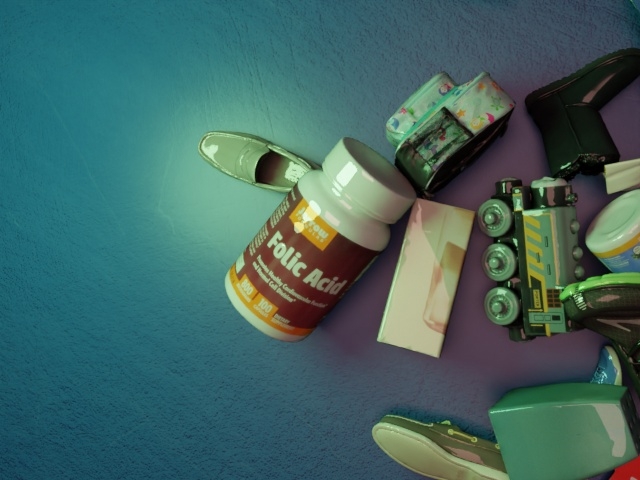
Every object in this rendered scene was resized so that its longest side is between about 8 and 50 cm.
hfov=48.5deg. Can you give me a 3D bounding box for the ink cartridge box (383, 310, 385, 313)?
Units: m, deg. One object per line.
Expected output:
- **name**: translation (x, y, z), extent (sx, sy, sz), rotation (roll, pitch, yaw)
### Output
- **ink cartridge box**: translation (0.198, 0.142, 1.526), extent (0.115, 0.029, 0.063), rotation (-40, 80, 1)

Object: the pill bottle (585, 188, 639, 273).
- **pill bottle**: translation (0.645, 0.045, 1.336), extent (0.272, 0.152, 0.152), rotation (42, 99, -10)

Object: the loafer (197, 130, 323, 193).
- **loafer**: translation (-0.132, -0.173, 1.569), extent (0.320, 0.111, 0.112), rotation (18, 93, 13)

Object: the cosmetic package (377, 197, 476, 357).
- **cosmetic package**: translation (0.216, 0.080, 1.440), extent (0.129, 0.153, 0.296), rotation (15, 85, 10)

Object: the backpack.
- **backpack**: translation (0.258, -0.226, 1.422), extent (0.254, 0.225, 0.191), rotation (-37, 85, 4)

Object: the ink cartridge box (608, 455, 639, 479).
- **ink cartridge box**: translation (0.626, 0.537, 1.381), extent (0.261, 0.066, 0.296), rotation (32, 104, 11)

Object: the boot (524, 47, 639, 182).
- **boot**: translation (0.544, -0.238, 1.390), extent (0.247, 0.094, 0.207), rotation (-24, 64, 18)

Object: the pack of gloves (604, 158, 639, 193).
- **pack of gloves**: translation (0.667, -0.117, 1.359), extent (0.232, 0.195, 0.046), rotation (-12, 50, 17)

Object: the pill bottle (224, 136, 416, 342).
- **pill bottle**: translation (0.000, 0.000, 1.439), extent (0.224, 0.224, 0.392), rotation (43, 112, 10)

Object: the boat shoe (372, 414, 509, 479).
- **boat shoe**: translation (0.269, 0.435, 1.472), extent (0.325, 0.096, 0.116), rotation (19, 134, 16)

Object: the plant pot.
- **plant pot**: translation (0.478, 0.362, 1.354), extent (0.234, 0.166, 0.165), rotation (-20, 85, 31)

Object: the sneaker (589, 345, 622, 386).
- **sneaker**: translation (0.555, 0.289, 1.425), extent (0.085, 0.058, 0.152), rotation (-5, 94, 5)

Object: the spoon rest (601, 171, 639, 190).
- **spoon rest**: translation (0.682, -0.188, 1.389), extent (0.276, 0.084, 0.137), rotation (-35, 47, 10)

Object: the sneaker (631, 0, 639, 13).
- **sneaker**: translation (0.681, -0.441, 1.378), extent (0.128, 0.182, 0.315), rotation (-12, 116, 15)

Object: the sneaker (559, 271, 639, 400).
- **sneaker**: translation (0.626, 0.217, 1.250), extent (0.483, 0.185, 0.202), rotation (33, 58, -12)

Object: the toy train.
- **toy train**: translation (0.424, 0.037, 1.395), extent (0.190, 0.142, 0.333), rotation (-4, 90, 41)
